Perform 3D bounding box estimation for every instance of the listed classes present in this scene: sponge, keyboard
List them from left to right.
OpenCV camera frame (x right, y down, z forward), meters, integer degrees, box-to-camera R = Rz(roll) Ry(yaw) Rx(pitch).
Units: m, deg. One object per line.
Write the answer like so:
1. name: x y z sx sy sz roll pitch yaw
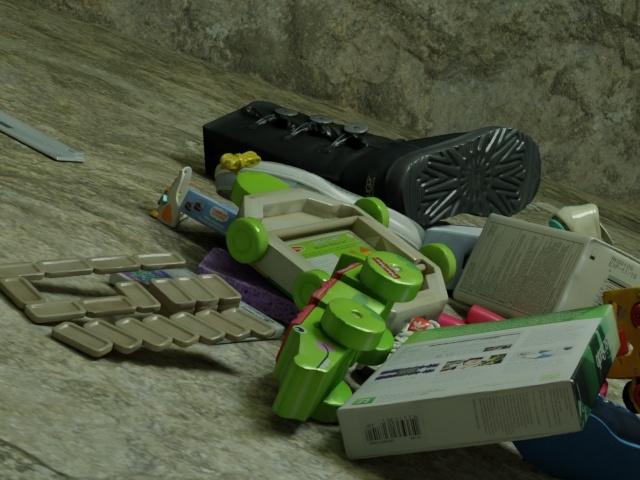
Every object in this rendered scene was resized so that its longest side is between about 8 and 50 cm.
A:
1. keyboard: -0.464 -0.170 2.247 0.256 0.014 0.072 27 18 24
2. sponge: -0.048 0.069 1.865 0.210 0.031 0.117 22 13 0

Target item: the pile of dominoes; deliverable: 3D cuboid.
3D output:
1. pile of dominoes: -0.195 0.076 1.566 0.251 0.040 0.196 -4 28 -38

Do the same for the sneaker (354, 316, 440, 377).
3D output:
1. sneaker: 0.094 0.125 1.761 0.057 0.075 0.161 27 13 24

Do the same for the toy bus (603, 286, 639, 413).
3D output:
1. toy bus: 0.415 0.153 1.935 0.191 0.202 0.104 52 -29 -16

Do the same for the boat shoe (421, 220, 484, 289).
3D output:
1. boat shoe: 0.258 0.032 2.383 0.367 0.135 0.156 7 13 -20

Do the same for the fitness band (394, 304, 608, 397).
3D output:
1. fitness band: 0.229 0.151 1.959 0.291 0.054 0.209 25 15 18

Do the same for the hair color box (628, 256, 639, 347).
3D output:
1. hair color box: 0.422 0.102 2.222 0.093 0.167 0.053 21 12 -6

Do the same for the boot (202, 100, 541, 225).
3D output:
1. boot: 0.080 -0.134 2.451 0.445 0.146 0.367 12 13 43

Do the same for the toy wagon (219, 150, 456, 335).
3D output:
1. toy wagon: 0.000 0.000 1.899 0.344 0.068 0.267 37 28 30

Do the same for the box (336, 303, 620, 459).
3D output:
1. box: 0.173 0.139 1.552 0.232 0.058 0.322 -9 9 19

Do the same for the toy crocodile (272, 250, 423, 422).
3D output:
1. toy crocodile: 0.020 0.090 1.582 0.105 0.115 0.340 27 27 9

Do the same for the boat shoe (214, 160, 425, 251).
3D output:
1. boat shoe: -0.010 -0.027 2.191 0.321 0.103 0.118 22 -15 -3

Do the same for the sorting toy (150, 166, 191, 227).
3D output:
1. sorting toy: -0.197 -0.064 2.086 0.045 0.075 0.083 23 11 4

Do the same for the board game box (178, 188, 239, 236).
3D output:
1. board game box: -0.068 0.003 2.053 0.212 0.039 0.160 27 3 30

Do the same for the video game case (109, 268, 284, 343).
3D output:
1. video game case: -0.139 0.073 1.718 0.157 0.019 0.143 29 14 27

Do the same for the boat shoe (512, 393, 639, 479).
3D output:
1. boat shoe: 0.286 0.214 1.673 0.258 0.109 0.089 30 24 -36

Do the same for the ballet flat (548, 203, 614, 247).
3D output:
1. ballet flat: 0.420 0.053 2.294 0.086 0.248 0.086 -17 24 8

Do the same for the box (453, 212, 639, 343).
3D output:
1. box: 0.322 0.062 2.125 0.121 0.148 0.311 25 0 -20
